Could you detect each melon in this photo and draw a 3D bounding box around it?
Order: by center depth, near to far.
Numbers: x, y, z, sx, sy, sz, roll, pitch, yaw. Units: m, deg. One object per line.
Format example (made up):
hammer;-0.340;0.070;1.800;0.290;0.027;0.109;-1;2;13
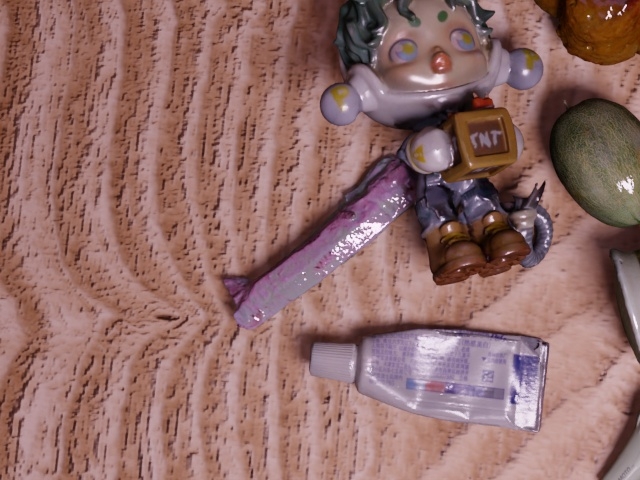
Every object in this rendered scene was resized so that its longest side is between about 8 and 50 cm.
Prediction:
melon;0.326;-0.093;1.243;0.114;0.114;0.167;-35;79;7

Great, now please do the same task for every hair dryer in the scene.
hair dryer;0.416;0.265;1.221;0.167;0.067;0.199;-40;91;15

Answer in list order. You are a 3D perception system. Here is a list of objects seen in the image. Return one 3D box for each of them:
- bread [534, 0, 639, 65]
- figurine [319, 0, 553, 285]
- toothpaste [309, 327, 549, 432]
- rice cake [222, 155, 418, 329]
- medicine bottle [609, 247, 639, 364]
bread;0.353;-0.330;1.253;0.247;0.135;0.232;-43;72;4
figurine;0.132;-0.148;1.248;0.261;0.186;0.382;-8;73;-25
toothpaste;0.127;0.155;1.293;0.282;0.068;0.099;6;115;5
rice cake;0.003;0.001;1.341;0.290;0.051;0.081;-37;77;6
medicine bottle;0.398;0.061;1.189;0.143;0.147;0.147;-16;80;12
